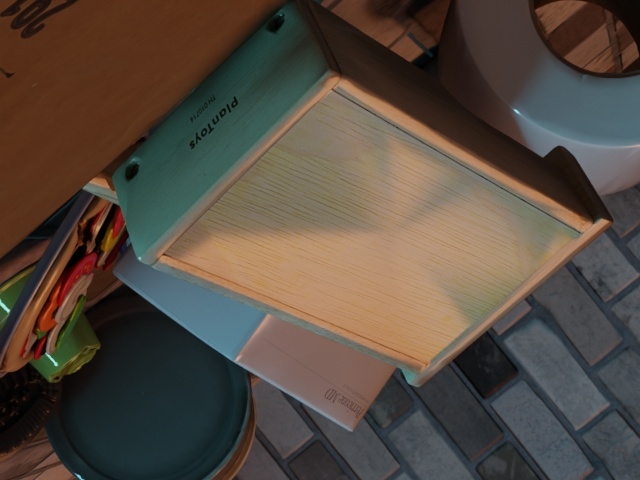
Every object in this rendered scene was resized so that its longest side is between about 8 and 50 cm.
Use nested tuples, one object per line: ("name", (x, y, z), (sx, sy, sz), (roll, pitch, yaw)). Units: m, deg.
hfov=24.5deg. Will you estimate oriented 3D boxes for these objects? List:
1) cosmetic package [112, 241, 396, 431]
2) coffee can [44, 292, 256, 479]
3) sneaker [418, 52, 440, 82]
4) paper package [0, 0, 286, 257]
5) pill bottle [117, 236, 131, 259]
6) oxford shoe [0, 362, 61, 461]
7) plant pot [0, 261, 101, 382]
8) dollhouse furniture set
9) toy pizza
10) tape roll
("cosmetic package", (0.000, 0.000, 1.127), (0.225, 0.138, 0.224), (-54, 149, -2))
("coffee can", (-0.168, 0.176, 1.537), (0.201, 0.201, 0.275), (-37, 171, -8))
("sneaker", (0.161, -0.128, 1.553), (0.086, 0.132, 0.228), (-41, 172, 13))
("paper package", (-0.182, -0.063, 0.357), (0.309, 0.168, 0.325), (-41, 171, 5))
("pill bottle", (-0.103, -0.019, 1.214), (0.137, 0.078, 0.078), (-45, 170, 36))
("oxford shoe", (-0.339, 0.181, 1.340), (0.227, 0.083, 0.096), (-35, -170, -19))
("plant pot", (-0.219, 0.069, 1.182), (0.083, 0.079, 0.083), (-38, 171, -7))
("dollhouse furniture set", (-0.012, -0.082, 0.607), (0.212, 0.242, 0.161), (-43, 136, 22))
("toy pizza", (-0.166, 0.014, 1.032), (0.201, 0.032, 0.201), (-59, -178, 4))
("tape roll", (0.225, -0.172, 1.226), (0.246, 0.246, 0.169), (-37, 172, -9))
